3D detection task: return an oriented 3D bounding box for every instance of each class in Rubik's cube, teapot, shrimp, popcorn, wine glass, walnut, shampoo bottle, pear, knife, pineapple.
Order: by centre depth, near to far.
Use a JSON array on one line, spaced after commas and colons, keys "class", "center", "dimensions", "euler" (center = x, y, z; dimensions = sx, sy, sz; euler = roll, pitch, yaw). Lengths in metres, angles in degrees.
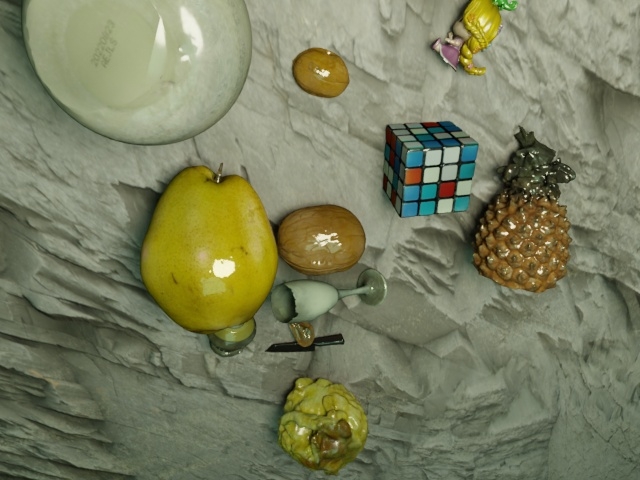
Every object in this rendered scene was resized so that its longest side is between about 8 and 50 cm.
[{"class": "shampoo bottle", "center": [-0.267, -0.309, 0.690], "dimensions": [0.322, 0.317, 0.323], "euler": [-5, 124, -7]}, {"class": "walnut", "center": [0.002, -0.322, 0.876], "dimensions": [0.121, 0.052, 0.091], "euler": [14, 122, -14]}, {"class": "pear", "center": [-0.233, 0.023, 0.932], "dimensions": [0.284, 0.285, 0.336], "euler": [-16, 117, 3]}, {"class": "Rubik's cube", "center": [0.225, -0.155, 0.950], "dimensions": [0.151, 0.155, 0.154], "euler": [-5, 123, -4]}, {"class": "walnut", "center": [0.000, 0.000, 1.015], "dimensions": [0.207, 0.167, 0.167], "euler": [-6, 123, -6]}, {"class": "pineapple", "center": [0.479, -0.076, 1.023], "dimensions": [0.222, 0.223, 0.357], "euler": [3, 105, -10]}, {"class": "wine glass", "center": [-0.009, 0.194, 1.086], "dimensions": [0.309, 0.096, 0.264], "euler": [-4, 132, -45]}, {"class": "teapot", "center": [-0.248, 0.223, 1.156], "dimensions": [0.165, 0.130, 0.119], "euler": [33, 134, 10]}, {"class": "shrimp", "center": [-0.051, 0.246, 1.242], "dimensions": [0.059, 0.023, 0.108], "euler": [-29, 109, -18]}, {"class": "knife", "center": [-0.046, 0.305, 1.284], "dimensions": [0.230, 0.028, 0.060], "euler": [-6, 135, -2]}, {"class": "popcorn", "center": [-0.002, 0.546, 1.314], "dimensions": [0.292, 0.237, 0.293], "euler": [-6, 122, -9]}]

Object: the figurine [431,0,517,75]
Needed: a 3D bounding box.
[{"class": "figurine", "center": [0.304, -0.392, 0.846], "dimensions": [0.115, 0.095, 0.156], "euler": [35, 116, -13]}]
